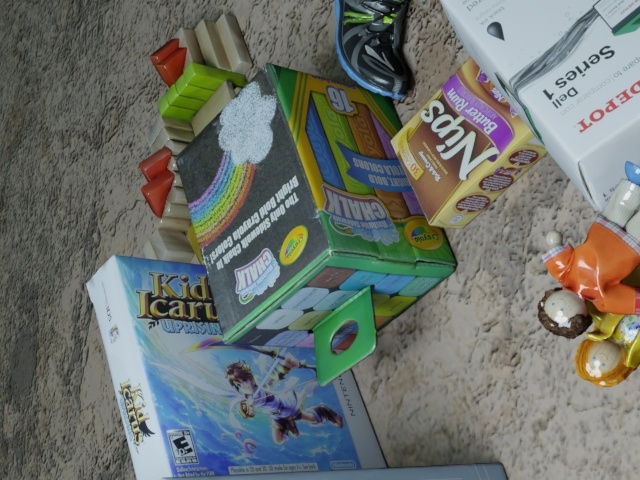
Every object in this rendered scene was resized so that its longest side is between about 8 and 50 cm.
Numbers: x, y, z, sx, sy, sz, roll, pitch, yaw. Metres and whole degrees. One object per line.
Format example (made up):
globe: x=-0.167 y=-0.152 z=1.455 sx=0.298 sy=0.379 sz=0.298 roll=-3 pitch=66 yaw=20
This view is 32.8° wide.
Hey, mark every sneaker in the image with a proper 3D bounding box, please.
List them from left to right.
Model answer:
sneaker: x=0.057 y=-0.235 z=1.144 sx=0.078 sy=0.067 sz=0.188 roll=-37 pitch=55 yaw=47

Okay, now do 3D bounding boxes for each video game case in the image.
video game case: x=-0.081 y=0.140 z=1.093 sx=0.061 sy=0.269 sz=0.244 roll=-44 pitch=54 yaw=35

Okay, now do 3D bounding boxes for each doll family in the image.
doll family: x=0.279 y=0.074 z=0.789 sx=0.263 sy=0.118 sz=0.163 roll=36 pitch=98 yaw=32

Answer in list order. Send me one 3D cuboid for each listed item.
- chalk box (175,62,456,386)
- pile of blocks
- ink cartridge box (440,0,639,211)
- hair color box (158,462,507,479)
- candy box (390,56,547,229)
chalk box: x=0.000 y=0.000 z=1.094 sx=0.180 sy=0.179 sz=0.289 roll=-39 pitch=58 yaw=37
pile of blocks: x=-0.159 y=-0.109 z=1.339 sx=0.149 sy=0.112 sz=0.362 roll=-13 pitch=75 yaw=47
ink cartridge box: x=0.223 y=-0.157 z=0.879 sx=0.160 sy=0.092 sz=0.219 roll=-35 pitch=55 yaw=6
hair color box: x=-0.013 y=0.275 z=0.915 sx=0.185 sy=0.374 sz=0.114 roll=-40 pitch=56 yaw=38
candy box: x=0.157 y=-0.108 z=1.024 sx=0.187 sy=0.053 sz=0.109 roll=-47 pitch=53 yaw=36
